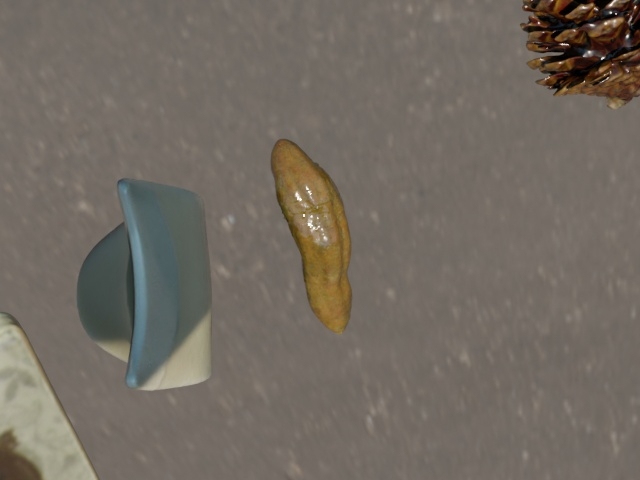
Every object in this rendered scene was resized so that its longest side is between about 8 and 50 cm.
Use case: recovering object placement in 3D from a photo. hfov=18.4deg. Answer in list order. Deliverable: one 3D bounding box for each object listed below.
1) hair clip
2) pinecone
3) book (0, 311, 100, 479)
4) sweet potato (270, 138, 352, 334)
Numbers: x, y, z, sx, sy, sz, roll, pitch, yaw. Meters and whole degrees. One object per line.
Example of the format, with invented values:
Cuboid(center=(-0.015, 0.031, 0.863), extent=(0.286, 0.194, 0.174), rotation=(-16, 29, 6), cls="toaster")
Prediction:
Cuboid(center=(-0.141, 0.045, 1.713), extent=(0.113, 0.282, 0.172), rotation=(-2, 85, -15), cls="hair clip")
Cuboid(center=(0.259, -0.209, 1.843), extent=(0.173, 0.173, 0.173), rotation=(-3, 68, 6), cls="pinecone")
Cuboid(center=(-0.124, 0.201, 0.613), extent=(0.217, 0.310, 0.021), rotation=(-32, 30, -17), cls="book")
Cuboid(center=(0.000, 0.001, 1.662), extent=(0.054, 0.053, 0.182), rotation=(-12, 112, 7), cls="sweet potato")
